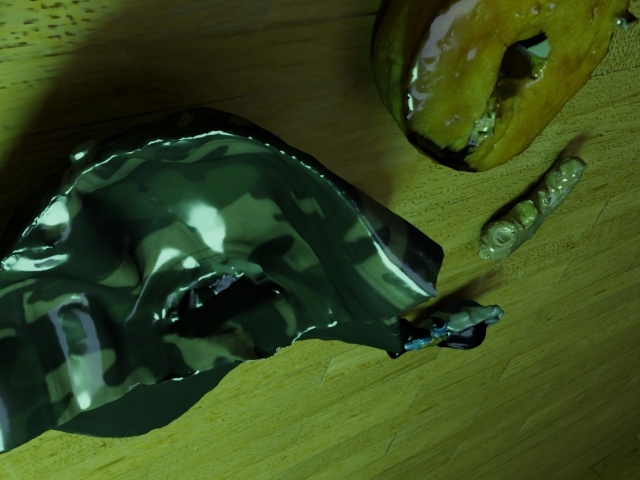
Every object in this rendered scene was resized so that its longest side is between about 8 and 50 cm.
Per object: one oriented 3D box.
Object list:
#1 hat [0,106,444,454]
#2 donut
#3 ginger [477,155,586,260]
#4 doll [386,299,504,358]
[{"bbox_3d":[-0.088,0.035,0.758,0.366,0.257,0.381,-17,-176,5],"label":"hat"},{"bbox_3d":[0.155,-0.170,0.791,0.254,0.118,0.253,-32,151,-20],"label":"donut"},{"bbox_3d":[0.264,-0.038,1.165,0.173,0.051,0.069,-49,156,2],"label":"ginger"},{"bbox_3d":[0.177,0.118,1.240,0.195,0.070,0.096,-9,152,-34],"label":"doll"}]
